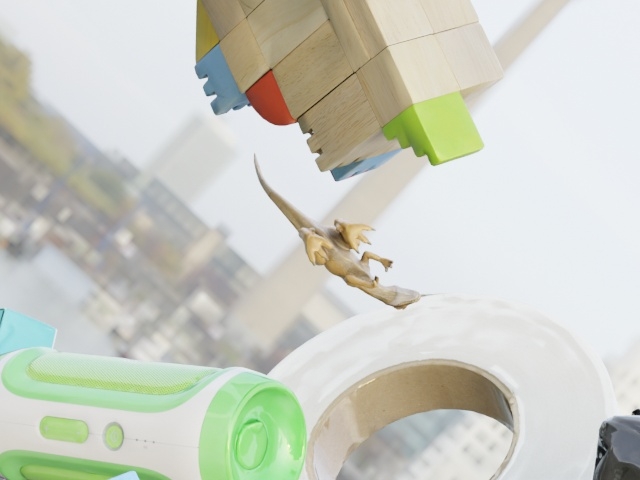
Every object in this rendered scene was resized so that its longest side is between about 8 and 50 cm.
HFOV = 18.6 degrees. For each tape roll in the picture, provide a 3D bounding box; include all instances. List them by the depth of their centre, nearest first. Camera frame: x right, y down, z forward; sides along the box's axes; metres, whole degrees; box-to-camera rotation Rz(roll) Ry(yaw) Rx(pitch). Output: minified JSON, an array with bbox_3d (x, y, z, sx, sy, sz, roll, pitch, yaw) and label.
[{"bbox_3d":[0.094,0.206,1.846,0.392,0.392,0.072,39,-23,48],"label":"tape roll"}]

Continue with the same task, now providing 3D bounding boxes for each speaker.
[{"bbox_3d":[-0.160,0.159,1.654,0.297,0.131,0.131,3,-29,36],"label":"speaker"}]

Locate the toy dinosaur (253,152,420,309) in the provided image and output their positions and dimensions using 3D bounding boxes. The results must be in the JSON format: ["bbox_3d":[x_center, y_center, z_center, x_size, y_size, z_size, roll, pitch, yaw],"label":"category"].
[{"bbox_3d":[0.000,0.000,1.826,0.211,0.064,0.112,43,-11,1],"label":"toy dinosaur"}]

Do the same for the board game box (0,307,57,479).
[{"bbox_3d":[-0.429,0.252,2.152,0.254,0.336,0.079,-8,-25,45],"label":"board game box"}]

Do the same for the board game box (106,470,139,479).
[{"bbox_3d":[-0.097,0.222,0.886,0.160,0.039,0.211,59,-37,18],"label":"board game box"}]

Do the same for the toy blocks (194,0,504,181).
[{"bbox_3d":[-0.016,-0.197,1.591,0.261,0.191,0.381,-36,-103,54],"label":"toy blocks"}]

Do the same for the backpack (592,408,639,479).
[{"bbox_3d":[0.401,0.271,1.468,0.356,0.273,0.290,0,-20,26],"label":"backpack"}]
